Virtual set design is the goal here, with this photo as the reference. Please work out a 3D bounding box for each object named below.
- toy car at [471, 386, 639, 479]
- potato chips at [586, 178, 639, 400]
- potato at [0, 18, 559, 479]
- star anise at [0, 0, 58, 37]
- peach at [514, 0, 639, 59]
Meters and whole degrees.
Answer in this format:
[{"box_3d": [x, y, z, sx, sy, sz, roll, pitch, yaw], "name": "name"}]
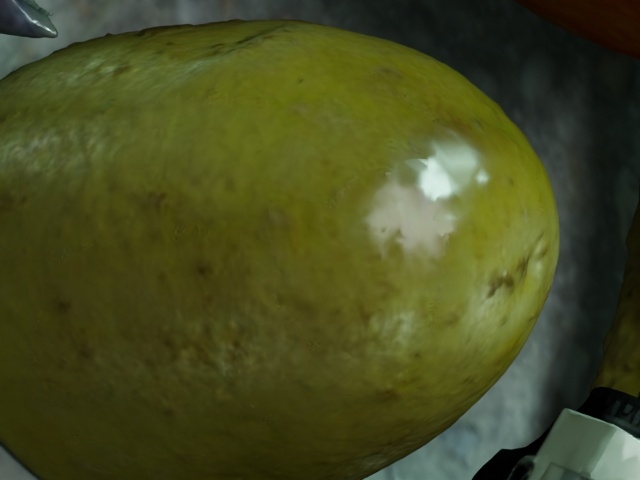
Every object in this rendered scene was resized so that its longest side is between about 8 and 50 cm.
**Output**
[{"box_3d": [0.143, 0.185, 0.684, 0.301, 0.118, 0.193, 37, 79, -27], "name": "toy car"}, {"box_3d": [0.142, 0.011, 0.802, 0.057, 0.080, 0.407, 37, 56, -39], "name": "potato chips"}, {"box_3d": [0.000, 0.000, 0.631, 0.203, 0.158, 0.178, 20, 66, -40], "name": "potato"}, {"box_3d": [-0.142, -0.132, 0.602, 0.180, 0.061, 0.205, -41, 105, -41], "name": "star anise"}, {"box_3d": [0.160, -0.248, 0.704, 0.388, 0.388, 0.388, 13, 69, -38], "name": "peach"}]
